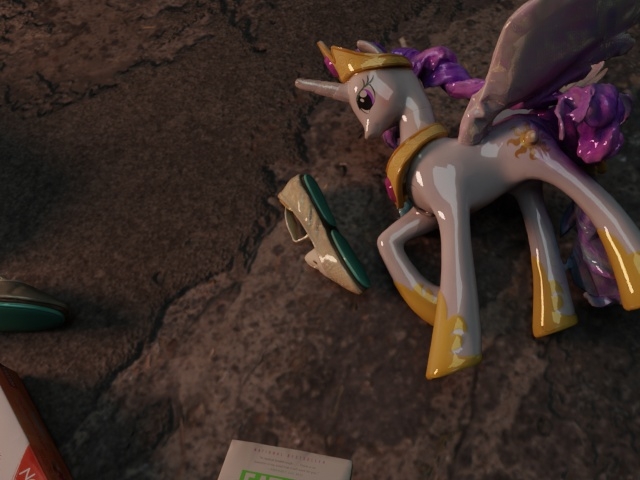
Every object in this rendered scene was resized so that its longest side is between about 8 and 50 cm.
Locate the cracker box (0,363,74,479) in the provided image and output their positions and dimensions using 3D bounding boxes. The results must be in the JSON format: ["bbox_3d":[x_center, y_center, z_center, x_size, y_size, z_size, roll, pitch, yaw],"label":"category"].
[{"bbox_3d":[-0.357,0.235,0.511,0.232,0.067,0.155,-35,65,-16],"label":"cracker box"}]

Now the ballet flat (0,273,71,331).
[{"bbox_3d":[-0.369,0.062,0.607,0.214,0.072,0.068,-7,57,0],"label":"ballet flat"}]

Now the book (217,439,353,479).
[{"bbox_3d":[-0.037,0.214,0.393,0.097,0.035,0.144,9,43,7],"label":"book"}]

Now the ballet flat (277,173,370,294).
[{"bbox_3d":[0.000,0.000,0.637,0.052,0.057,0.168,-36,57,16],"label":"ballet flat"}]

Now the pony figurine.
[{"bbox_3d":[0.185,-0.090,0.570,0.351,0.303,0.363,-20,77,2],"label":"pony figurine"}]
